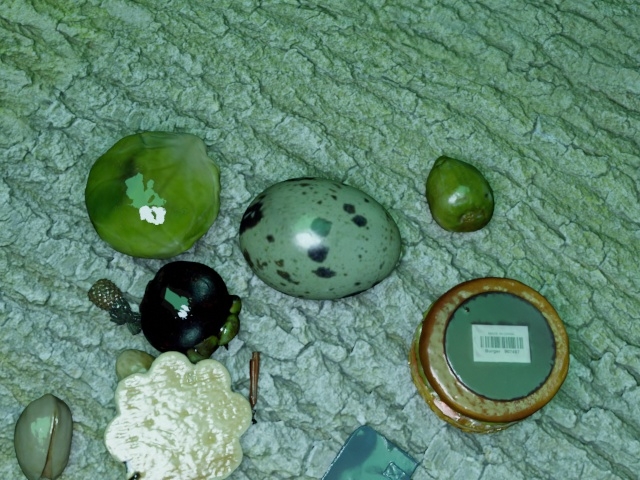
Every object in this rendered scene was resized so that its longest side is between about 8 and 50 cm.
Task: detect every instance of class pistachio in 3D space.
[{"bbox_3d":[-0.598,0.429,1.368,0.124,0.124,0.185,-9,75,-5],"label":"pistachio"}]

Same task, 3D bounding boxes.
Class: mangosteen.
[{"bbox_3d":[-0.296,0.164,1.443,0.242,0.243,0.243,0,68,-1],"label":"mangosteen"}]

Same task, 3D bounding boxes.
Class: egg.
[{"bbox_3d":[0.000,0.000,1.470,0.379,0.288,0.288,16,68,-3],"label":"egg"}]

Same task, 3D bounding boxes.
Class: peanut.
[{"bbox_3d":[-0.385,0.344,1.413,0.120,0.110,0.236,-31,73,-18],"label":"peanut"}]

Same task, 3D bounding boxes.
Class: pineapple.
[{"bbox_3d":[-0.483,0.161,1.510,0.159,0.074,0.074,41,73,11],"label":"pineapple"}]

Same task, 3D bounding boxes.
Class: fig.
[{"bbox_3d":[0.349,-0.134,1.600,0.167,0.167,0.234,-7,76,-4],"label":"fig"}]

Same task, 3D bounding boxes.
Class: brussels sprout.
[{"bbox_3d":[-0.402,-0.110,1.530,0.343,0.268,0.344,11,58,-19],"label":"brussels sprout"}]

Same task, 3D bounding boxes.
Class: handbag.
[{"bbox_3d":[0.096,0.539,1.378,0.179,0.062,0.229,34,71,8],"label":"handbag"}]

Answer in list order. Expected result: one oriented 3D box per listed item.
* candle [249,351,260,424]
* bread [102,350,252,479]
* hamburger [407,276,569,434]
[{"bbox_3d":[-0.156,0.343,1.469,0.026,0.021,0.168,9,66,-20],"label":"candle"},{"bbox_3d":[-0.299,0.390,1.325,0.315,0.054,0.316,6,69,-15],"label":"bread"},{"bbox_3d":[0.360,0.255,1.395,0.329,0.250,0.330,-1,70,2],"label":"hamburger"}]
